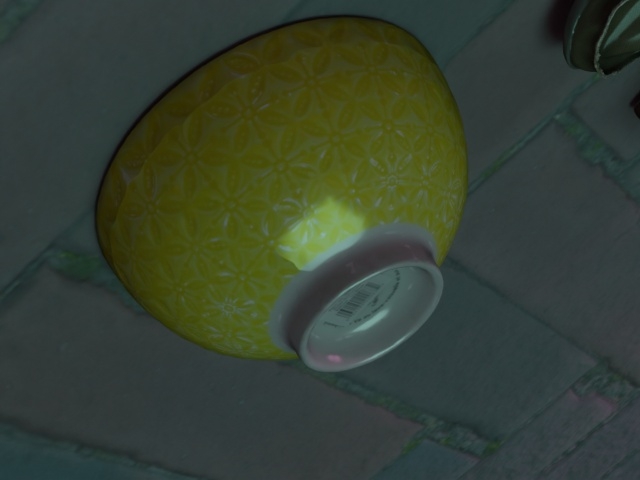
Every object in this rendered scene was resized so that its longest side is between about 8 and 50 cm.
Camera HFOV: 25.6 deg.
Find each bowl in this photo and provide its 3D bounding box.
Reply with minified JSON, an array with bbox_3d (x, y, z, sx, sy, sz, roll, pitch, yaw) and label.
[{"bbox_3d":[0.000,0.000,1.009,0.289,0.156,0.289,-22,147,-16],"label":"bowl"}]

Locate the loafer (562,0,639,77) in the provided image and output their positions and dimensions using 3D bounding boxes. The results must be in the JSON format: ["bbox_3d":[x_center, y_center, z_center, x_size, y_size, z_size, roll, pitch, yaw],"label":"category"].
[{"bbox_3d":[0.298,-0.200,1.064,0.251,0.087,0.094,-34,148,2],"label":"loafer"}]

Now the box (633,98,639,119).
[{"bbox_3d":[0.462,-0.198,1.169,0.191,0.143,0.381,2,136,-43],"label":"box"}]
